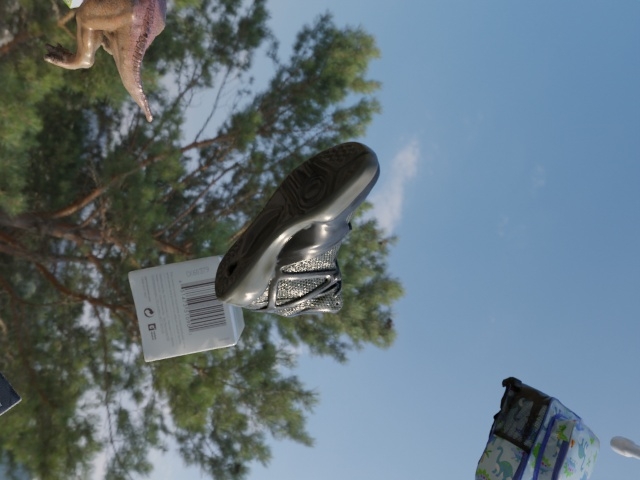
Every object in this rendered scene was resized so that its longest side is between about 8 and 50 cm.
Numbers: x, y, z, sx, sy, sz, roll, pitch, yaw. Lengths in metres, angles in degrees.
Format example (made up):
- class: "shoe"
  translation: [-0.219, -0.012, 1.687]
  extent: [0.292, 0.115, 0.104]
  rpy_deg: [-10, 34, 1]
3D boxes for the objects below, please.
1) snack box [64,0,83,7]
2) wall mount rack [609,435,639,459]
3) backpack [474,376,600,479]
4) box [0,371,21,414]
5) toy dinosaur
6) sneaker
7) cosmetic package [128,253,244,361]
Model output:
- class: "snack box"
  translation: [-0.359, -0.426, 0.732]
  extent: [0.141, 0.100, 0.037]
  rpy_deg: [-41, -178, 42]
- class: "wall mount rack"
  translation: [0.388, 0.235, 0.381]
  extent: [0.304, 0.351, 0.130]
  rpy_deg: [-67, 155, -61]
- class: "backpack"
  translation: [0.208, 0.209, 0.493]
  extent: [0.084, 0.105, 0.114]
  rpy_deg: [19, -105, 51]
- class: "box"
  translation: [-0.520, 0.157, 0.696]
  extent: [0.270, 0.216, 0.060]
  rpy_deg: [-23, -168, 49]
- class: "toy dinosaur"
  translation: [-0.213, -0.295, 0.575]
  extent: [0.201, 0.127, 0.295]
  rpy_deg: [-6, -87, 28]
- class: "sneaker"
  translation: [0.000, 0.000, 0.551]
  extent: [0.227, 0.130, 0.087]
  rpy_deg: [-49, -142, 20]
- class: "cosmetic package"
  translation: [-0.227, 0.110, 0.904]
  extent: [0.184, 0.152, 0.151]
  rpy_deg: [161, -81, -85]
